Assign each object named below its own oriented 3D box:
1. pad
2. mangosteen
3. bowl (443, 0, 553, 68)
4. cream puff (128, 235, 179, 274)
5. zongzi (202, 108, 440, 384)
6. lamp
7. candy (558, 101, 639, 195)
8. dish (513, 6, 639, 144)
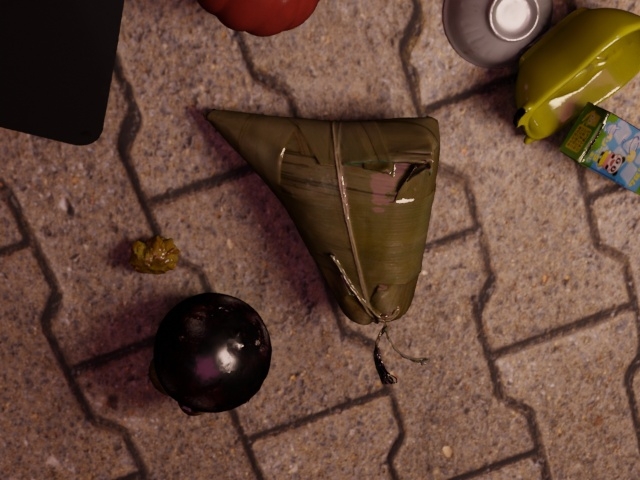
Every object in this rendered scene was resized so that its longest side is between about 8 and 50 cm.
[{"bbox_3d":[-0.465,-0.354,1.250,0.314,0.063,0.376,13,117,-12],"label":"pad"},{"bbox_3d":[-0.205,0.203,1.386,0.250,0.211,0.211,-29,112,35],"label":"mangosteen"},{"bbox_3d":[0.300,-0.365,1.297,0.188,0.086,0.189,-2,110,-6],"label":"bowl"},{"bbox_3d":[-0.286,0.029,1.378,0.083,0.058,0.083,21,107,-14],"label":"cream puff"},{"bbox_3d":[0.000,0.000,1.359,0.417,0.181,0.448,8,112,7],"label":"zongzi"},{"bbox_3d":[-0.099,-0.407,1.181,0.226,0.227,0.227,-2,109,-6],"label":"lamp"},{"bbox_3d":[0.503,-0.153,1.371,0.194,0.062,0.097,19,106,-34],"label":"candy"},{"bbox_3d":[0.405,-0.284,1.308,0.262,0.221,0.108,-37,69,15],"label":"dish"}]
